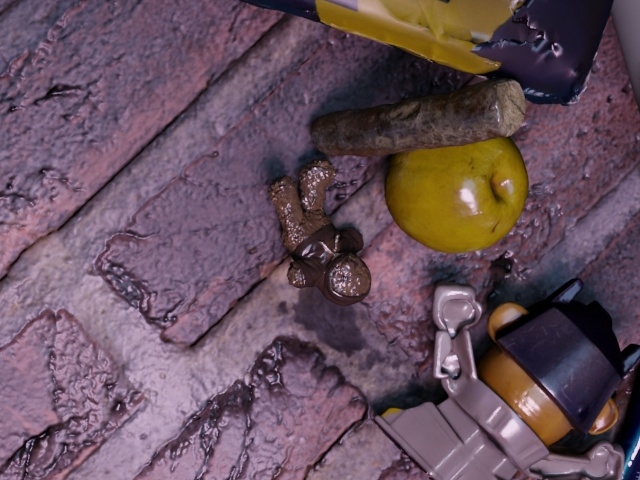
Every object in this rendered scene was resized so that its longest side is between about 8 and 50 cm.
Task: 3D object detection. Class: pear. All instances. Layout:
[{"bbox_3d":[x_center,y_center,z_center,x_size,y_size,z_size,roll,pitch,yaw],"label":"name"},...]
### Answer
[{"bbox_3d":[0.145,-0.060,1.381,0.149,0.162,0.148,-2,94,-31],"label":"pear"}]

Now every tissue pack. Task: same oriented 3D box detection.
[{"bbox_3d":[0.084,-0.319,1.281,0.417,0.253,0.264,16,98,-21],"label":"tissue pack"}]

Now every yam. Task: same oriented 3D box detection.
[{"bbox_3d":[0.092,-0.119,1.311,0.061,0.274,0.061,4,85,-42],"label":"yam"}]

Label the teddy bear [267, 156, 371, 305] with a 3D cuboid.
[{"bbox_3d":[-0.007,0.001,1.393,0.119,0.078,0.160,-28,92,-44],"label":"teddy bear"}]

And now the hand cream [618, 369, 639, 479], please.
[{"bbox_3d":[0.394,0.246,1.507,0.120,0.061,0.270,10,98,-18],"label":"hand cream"}]

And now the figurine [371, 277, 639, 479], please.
[{"bbox_3d":[0.222,0.175,1.417,0.308,0.143,0.308,-7,113,-17],"label":"figurine"}]

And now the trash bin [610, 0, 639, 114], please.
[{"bbox_3d":[0.426,-0.264,1.398,0.277,0.217,0.262,-23,99,-35],"label":"trash bin"}]
